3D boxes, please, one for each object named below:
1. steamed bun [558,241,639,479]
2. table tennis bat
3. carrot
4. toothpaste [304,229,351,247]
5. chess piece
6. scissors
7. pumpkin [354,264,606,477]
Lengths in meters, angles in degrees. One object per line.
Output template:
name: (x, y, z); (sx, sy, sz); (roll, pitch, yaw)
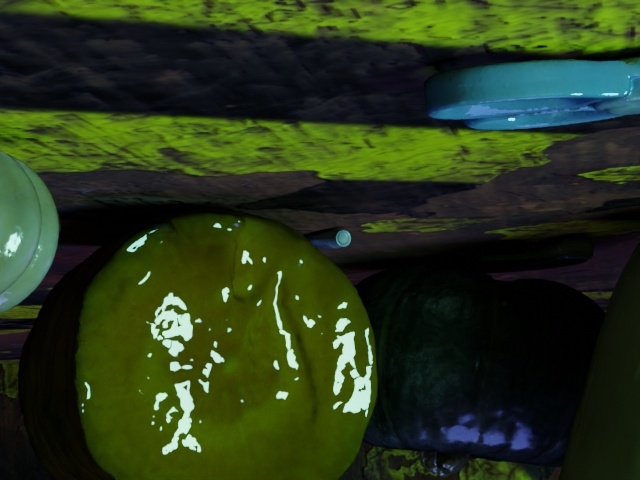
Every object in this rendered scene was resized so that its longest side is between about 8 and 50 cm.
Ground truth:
steamed bun: (0.361, 0.146, 1.536); (0.290, 0.371, 0.456); (12, 170, -1)
table tennis bat: (0.200, 0.019, 1.817); (0.154, 0.021, 0.274); (-1, 175, -16)
carrot: (-0.096, 0.100, 1.347); (0.241, 0.242, 0.340); (-3, 173, -14)
toothpaste: (0.000, 0.000, 1.518); (0.024, 0.015, 0.083); (8, 174, -29)
chess piece: (-0.192, -0.021, 0.882); (0.094, 0.094, 0.170); (-5, 166, 6)
scissors: (0.179, -0.075, 0.840); (0.256, 0.030, 0.125); (-5, 176, 22)
pumpkin: (0.148, 0.132, 1.801); (0.300, 0.207, 0.300); (5, 171, 1)
